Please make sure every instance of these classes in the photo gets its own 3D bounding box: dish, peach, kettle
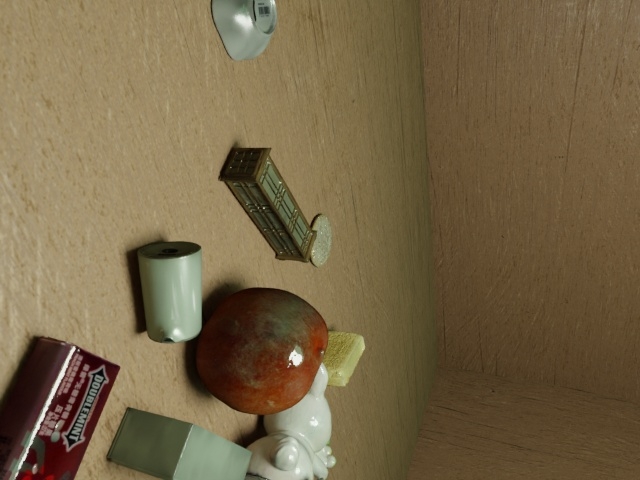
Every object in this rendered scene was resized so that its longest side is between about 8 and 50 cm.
[{"bbox_3d":[-0.132,-0.445,1.026,0.191,0.066,0.190,6,90,-67],"label":"dish"},{"bbox_3d":[-0.105,0.207,1.019,0.252,0.252,0.252,5,90,-67],"label":"peach"},{"bbox_3d":[-0.245,0.080,0.864,0.098,0.127,0.148,-10,110,-33],"label":"kettle"}]

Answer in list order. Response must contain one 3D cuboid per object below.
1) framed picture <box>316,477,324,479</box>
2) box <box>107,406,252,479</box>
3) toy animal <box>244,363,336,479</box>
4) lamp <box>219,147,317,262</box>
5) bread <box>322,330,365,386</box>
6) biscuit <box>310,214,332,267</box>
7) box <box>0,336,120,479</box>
[{"bbox_3d":[-0.122,0.630,1.071,0.324,0.020,0.240,-17,119,-18],"label":"framed picture"},{"bbox_3d":[-0.228,0.364,0.894,0.225,0.130,0.086,59,42,-54],"label":"box"},{"bbox_3d":[-0.069,0.437,1.209,0.310,0.183,0.247,-61,148,-43],"label":"toy animal"},{"bbox_3d":[-0.101,-0.067,1.152,0.325,0.089,0.090,62,39,-53],"label":"lamp"},{"bbox_3d":[0.042,0.337,1.518,0.188,0.126,0.068,-50,137,-54],"label":"bread"},{"bbox_3d":[0.000,0.000,1.484,0.152,0.020,0.152,4,90,-67],"label":"biscuit"},{"bbox_3d":[-0.349,0.246,0.670,0.120,0.069,0.224,59,41,-54],"label":"box"}]
